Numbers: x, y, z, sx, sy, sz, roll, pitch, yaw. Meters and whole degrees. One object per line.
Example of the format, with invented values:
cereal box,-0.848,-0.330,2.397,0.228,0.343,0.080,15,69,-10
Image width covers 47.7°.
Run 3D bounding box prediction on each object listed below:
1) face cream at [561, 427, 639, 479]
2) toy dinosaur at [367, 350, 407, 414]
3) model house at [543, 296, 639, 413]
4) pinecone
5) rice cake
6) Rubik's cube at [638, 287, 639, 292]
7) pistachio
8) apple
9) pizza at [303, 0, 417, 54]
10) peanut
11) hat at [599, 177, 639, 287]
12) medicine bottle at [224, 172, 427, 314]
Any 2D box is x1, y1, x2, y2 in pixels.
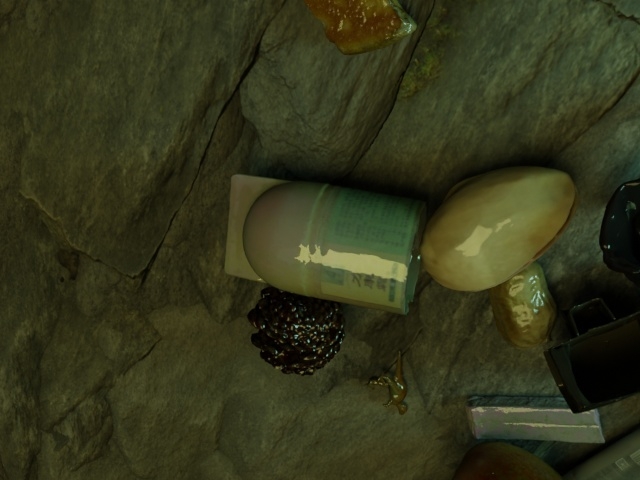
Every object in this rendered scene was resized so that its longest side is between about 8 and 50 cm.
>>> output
face cream,0.664,0.515,1.632,0.107,0.073,0.269,41,124,5
toy dinosaur,0.191,0.347,1.731,0.126,0.039,0.162,32,119,-12
model house,0.559,0.223,1.438,0.211,0.243,0.204,-24,69,10
pinecone,-0.050,0.209,1.637,0.221,0.221,0.221,9,121,15
rice cake,0.484,0.405,1.647,0.298,0.050,0.106,-4,118,22
Rubik's cube,0.693,0.149,1.381,0.254,0.254,0.254,9,121,15
pistachio,0.331,-0.029,1.362,0.318,0.193,0.214,-29,63,24
apple,0.434,0.627,1.622,0.277,0.319,0.319,9,123,36
pizza,0.045,-0.476,1.293,0.189,0.071,0.297,-20,107,41
peanut,0.410,0.126,1.469,0.129,0.129,0.224,-13,116,25
hat,0.645,-0.034,1.231,0.336,0.209,0.238,-42,66,11
medicine bottle,0.000,0.000,1.477,0.406,0.236,0.236,10,121,12
